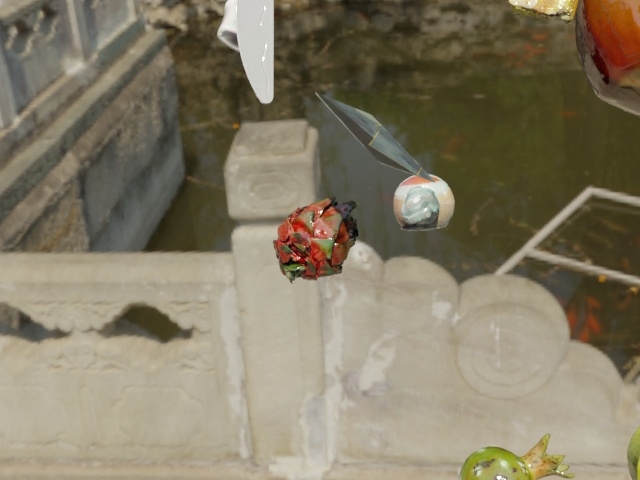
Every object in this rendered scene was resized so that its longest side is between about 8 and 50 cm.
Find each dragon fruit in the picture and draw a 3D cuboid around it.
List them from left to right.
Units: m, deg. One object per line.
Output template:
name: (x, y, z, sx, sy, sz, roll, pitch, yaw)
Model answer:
dragon fruit: (-0.009, 0.002, 1.867, 0.188, 0.182, 0.182, -3, 25, -20)

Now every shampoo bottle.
shampoo bottle: (-0.137, -0.376, 1.490, 0.072, 0.043, 0.099, 26, 49, -23)

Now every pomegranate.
pomegranate: (0.353, 0.445, 1.569, 0.220, 0.156, 0.156, -12, 24, 16)

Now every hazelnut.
hazelnut: (0.592, -0.353, 1.418, 0.365, 0.366, 0.366, -3, 27, 2)

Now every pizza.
pizza: (0.309, -0.368, 1.199, 0.099, 0.160, 0.036, -14, -20, 22)

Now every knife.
knife: (-0.075, -0.287, 1.050, 0.058, 0.244, 0.032, 10, -11, -26)

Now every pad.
pad: (0.101, -0.195, 1.612, 0.163, 0.004, 0.243, 14, 29, -43)

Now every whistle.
whistle: (0.290, -0.107, 2.460, 0.189, 0.189, 0.348, 1, 6, 10)

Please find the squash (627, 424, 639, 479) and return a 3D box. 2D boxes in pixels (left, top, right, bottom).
squash: (0.642, 0.364, 1.423, 0.252, 0.252, 0.049, -4, 20, 0)
